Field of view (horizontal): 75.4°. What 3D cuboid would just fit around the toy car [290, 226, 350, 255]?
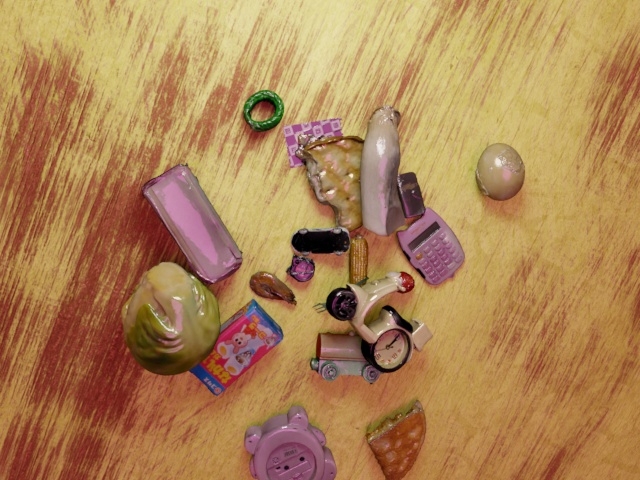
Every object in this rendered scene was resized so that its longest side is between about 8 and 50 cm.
[{"bbox_3d":[0.000,0.000,1.396,0.204,0.056,0.096,-1,115,14],"label":"toy car"}]

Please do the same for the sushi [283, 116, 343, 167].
[{"bbox_3d":[-0.012,-0.323,1.360,0.200,0.031,0.139,-12,103,-9],"label":"sushi"}]

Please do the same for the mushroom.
[{"bbox_3d":[0.197,-0.219,1.312,0.177,0.125,0.398,-25,117,-47],"label":"mushroom"}]

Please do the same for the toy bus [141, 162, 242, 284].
[{"bbox_3d":[-0.387,-0.035,1.276,0.171,0.162,0.387,-31,106,-5],"label":"toy bus"}]

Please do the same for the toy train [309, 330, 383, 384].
[{"bbox_3d":[0.104,0.415,1.499,0.285,0.116,0.177,6,87,-12],"label":"toy train"}]

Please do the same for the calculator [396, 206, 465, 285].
[{"bbox_3d":[0.407,0.030,1.514,0.194,0.043,0.294,-40,109,-2],"label":"calculator"}]

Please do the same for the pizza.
[{"bbox_3d":[0.326,0.797,1.625,0.257,0.087,0.269,-27,106,-10],"label":"pizza"}]

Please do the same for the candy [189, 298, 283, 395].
[{"bbox_3d":[-0.291,0.360,1.407,0.305,0.100,0.157,-41,107,-2],"label":"candy"}]

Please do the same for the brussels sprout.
[{"bbox_3d":[-0.460,0.246,1.250,0.343,0.268,0.345,4,116,8],"label":"brussels sprout"}]

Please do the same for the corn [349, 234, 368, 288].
[{"bbox_3d":[0.133,0.083,1.452,0.068,0.068,0.208,-1,101,-11],"label":"corn"}]

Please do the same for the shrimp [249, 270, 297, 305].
[{"bbox_3d":[-0.158,0.171,1.428,0.190,0.042,0.101,34,113,-16],"label":"shrimp"}]

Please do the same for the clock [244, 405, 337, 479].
[{"bbox_3d":[-0.116,0.788,1.520,0.295,0.113,0.323,-23,103,-6],"label":"clock"}]

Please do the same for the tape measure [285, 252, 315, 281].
[{"bbox_3d":[-0.066,0.098,1.422,0.094,0.054,0.091,25,97,-8],"label":"tape measure"}]

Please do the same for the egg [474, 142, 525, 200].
[{"bbox_3d":[0.622,-0.237,1.441,0.164,0.164,0.202,-14,102,-8],"label":"egg"}]

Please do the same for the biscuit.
[{"bbox_3d":[0.080,-0.179,1.378,0.328,0.078,0.336,5,103,-21],"label":"biscuit"}]

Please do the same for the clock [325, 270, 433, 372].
[{"bbox_3d":[0.208,0.263,1.408,0.276,0.120,0.379,-38,112,-14],"label":"clock"}]

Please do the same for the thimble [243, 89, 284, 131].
[{"bbox_3d":[-0.177,-0.399,1.282,0.118,0.090,0.130,38,91,-13],"label":"thimble"}]

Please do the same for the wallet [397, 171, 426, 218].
[{"bbox_3d":[0.313,-0.159,1.443,0.082,0.018,0.157,-13,87,-2],"label":"wallet"}]

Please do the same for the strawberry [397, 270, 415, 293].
[{"bbox_3d":[0.302,0.154,1.498,0.096,0.083,0.083,-9,105,-42],"label":"strawberry"}]

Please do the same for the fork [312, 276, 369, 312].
[{"bbox_3d":[0.070,0.191,1.445,0.235,0.021,0.039,-34,109,17],"label":"fork"}]
